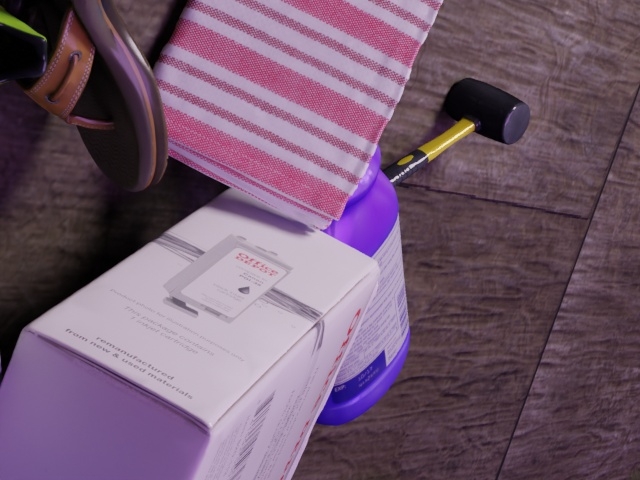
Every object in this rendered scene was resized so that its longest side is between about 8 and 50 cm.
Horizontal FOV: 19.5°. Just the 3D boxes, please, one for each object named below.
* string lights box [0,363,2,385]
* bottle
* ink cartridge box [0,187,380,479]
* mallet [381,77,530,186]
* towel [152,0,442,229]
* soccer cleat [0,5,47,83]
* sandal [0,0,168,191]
[{"bbox_3d":[-0.259,0.148,0.904,0.260,0.077,0.133,-55,175,-21],"label":"string lights box"},{"bbox_3d":[0.000,0.000,1.278,0.118,0.092,0.283,-48,147,-33],"label":"bottle"},{"bbox_3d":[-0.091,0.113,1.082,0.207,0.117,0.283,-66,169,23],"label":"ink cartridge box"},{"bbox_3d":[0.089,-0.064,1.418,0.189,0.062,0.039,-41,142,-39],"label":"mallet"},{"bbox_3d":[-0.015,-0.122,1.141,0.197,0.144,0.029,-64,-168,-5],"label":"towel"},{"bbox_3d":[-0.204,-0.081,0.882,0.179,0.072,0.060,-29,134,-49],"label":"soccer cleat"},{"bbox_3d":[-0.137,-0.108,0.973,0.060,0.090,0.219,-35,143,-19],"label":"sandal"}]
